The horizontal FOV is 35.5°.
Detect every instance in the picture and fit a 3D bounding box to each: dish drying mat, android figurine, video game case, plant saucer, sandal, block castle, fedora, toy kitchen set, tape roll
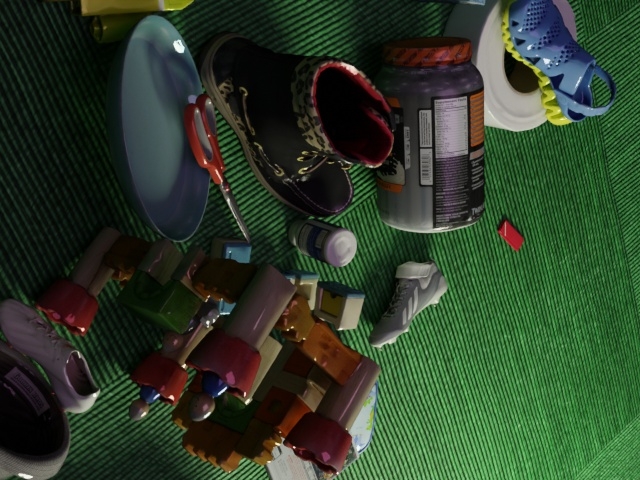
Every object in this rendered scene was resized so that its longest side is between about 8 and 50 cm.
[{"bbox_3d":[0.397,-0.011,2.080,0.083,0.008,0.032,40,76,-39],"label":"dish drying mat"},{"bbox_3d":[-0.271,-0.404,1.395,0.272,0.056,0.248,-16,112,-34],"label":"android figurine"},{"bbox_3d":[-0.022,0.354,1.720,0.173,0.022,0.190,-34,124,-26],"label":"video game case"},{"bbox_3d":[-0.228,-0.155,1.409,0.317,0.043,0.318,-5,90,-75],"label":"plant saucer"},{"bbox_3d":[0.442,-0.332,1.811,0.126,0.138,0.317,-53,126,-12],"label":"sandal"},{"bbox_3d":[-0.170,0.165,1.388,0.303,0.453,0.213,47,65,-38],"label":"block castle"},{"bbox_3d":[-0.466,0.238,1.340,0.124,0.244,0.275,-37,152,9],"label":"fedora"},{"bbox_3d":[-0.056,0.071,1.632,0.207,0.166,0.122,0,103,-39],"label":"toy kitchen set"},{"bbox_3d":[0.361,-0.354,1.894,0.286,0.100,0.286,-11,109,-36],"label":"tape roll"}]

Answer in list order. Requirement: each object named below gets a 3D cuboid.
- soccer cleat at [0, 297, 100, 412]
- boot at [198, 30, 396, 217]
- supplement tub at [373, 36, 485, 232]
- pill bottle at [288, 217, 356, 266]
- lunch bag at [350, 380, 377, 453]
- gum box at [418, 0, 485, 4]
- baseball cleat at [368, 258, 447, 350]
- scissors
[{"bbox_3d":[-0.379,0.154,1.408,0.196,0.076,0.068,53,38,0],"label":"soccer cleat"},{"bbox_3d":[-0.001,-0.155,1.533,0.138,0.284,0.377,-47,126,-19],"label":"boot"},{"bbox_3d":[0.189,-0.187,1.740,0.193,0.193,0.316,-16,112,-35],"label":"supplement tub"},{"bbox_3d":[0.000,0.000,1.687,0.067,0.120,0.067,-12,110,-36],"label":"pill bottle"},{"bbox_3d":[-0.004,0.318,1.795,0.218,0.090,0.176,-6,105,-38],"label":"lunch bag"},{"bbox_3d":[0.227,-0.500,1.705,0.041,0.157,0.185,2,102,-39],"label":"gum box"},{"bbox_3d":[0.151,0.110,1.888,0.206,0.072,0.109,-39,110,-29],"label":"baseball cleat"},{"bbox_3d":[-0.158,-0.091,1.552,0.109,0.021,0.297,-79,160,-54],"label":"scissors"}]
